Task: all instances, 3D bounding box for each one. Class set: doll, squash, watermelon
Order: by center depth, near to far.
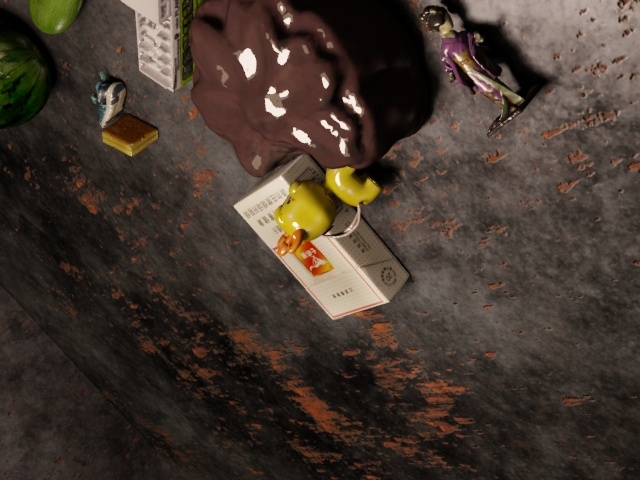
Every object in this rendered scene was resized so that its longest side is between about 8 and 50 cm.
[{"bbox_3d":[-0.002,-0.058,1.473,0.135,0.221,0.143,41,-173,-17],"label":"doll"},{"bbox_3d":[-0.503,-0.515,1.592,0.107,0.107,0.395,46,146,-5],"label":"squash"},{"bbox_3d":[-0.749,-0.375,1.881,0.242,0.242,0.242,27,144,22],"label":"watermelon"}]

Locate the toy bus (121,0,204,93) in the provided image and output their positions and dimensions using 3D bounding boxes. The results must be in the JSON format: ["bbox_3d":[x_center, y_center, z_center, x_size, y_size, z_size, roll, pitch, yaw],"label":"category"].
[{"bbox_3d":[-0.269,-0.400,1.443,0.113,0.139,0.302,35,148,15],"label":"toy bus"}]

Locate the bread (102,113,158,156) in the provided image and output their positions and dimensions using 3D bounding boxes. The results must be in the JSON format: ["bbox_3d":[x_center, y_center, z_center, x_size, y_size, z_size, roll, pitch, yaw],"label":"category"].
[{"bbox_3d":[-0.428,-0.238,1.836,0.094,0.090,0.035,28,139,23],"label":"bread"}]

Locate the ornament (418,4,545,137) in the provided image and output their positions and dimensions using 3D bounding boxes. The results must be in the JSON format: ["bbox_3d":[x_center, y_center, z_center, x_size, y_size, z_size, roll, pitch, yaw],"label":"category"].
[{"bbox_3d":[0.219,-0.255,1.152,0.203,0.088,0.081,50,145,-9],"label":"ornament"}]

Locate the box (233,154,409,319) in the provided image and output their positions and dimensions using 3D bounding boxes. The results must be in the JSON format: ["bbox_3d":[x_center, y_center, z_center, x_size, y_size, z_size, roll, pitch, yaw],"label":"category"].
[{"bbox_3d":[0.001,-0.001,1.659,0.330,0.095,0.210,48,147,-11],"label":"box"}]

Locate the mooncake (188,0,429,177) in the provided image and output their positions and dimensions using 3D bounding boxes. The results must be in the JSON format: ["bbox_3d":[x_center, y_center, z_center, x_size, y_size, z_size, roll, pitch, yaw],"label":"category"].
[{"bbox_3d":[-0.042,-0.263,1.318,0.381,0.212,0.351,-11,114,48],"label":"mooncake"}]

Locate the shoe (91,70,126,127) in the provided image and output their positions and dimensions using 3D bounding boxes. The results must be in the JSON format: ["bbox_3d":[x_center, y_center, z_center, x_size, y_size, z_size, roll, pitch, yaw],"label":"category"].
[{"bbox_3d":[-0.482,-0.311,1.836,0.071,0.064,0.143,38,144,6],"label":"shoe"}]
